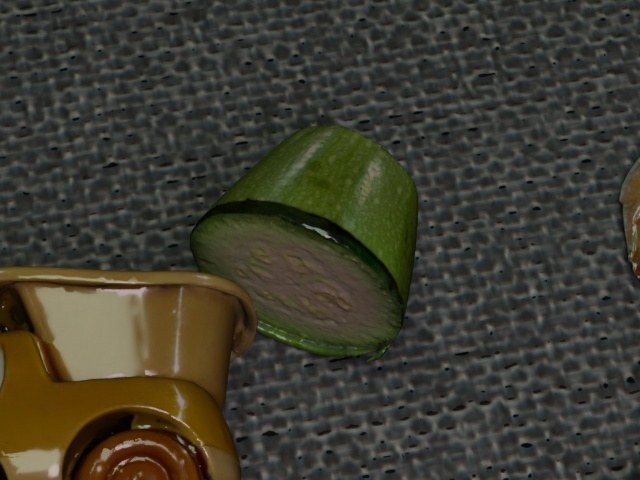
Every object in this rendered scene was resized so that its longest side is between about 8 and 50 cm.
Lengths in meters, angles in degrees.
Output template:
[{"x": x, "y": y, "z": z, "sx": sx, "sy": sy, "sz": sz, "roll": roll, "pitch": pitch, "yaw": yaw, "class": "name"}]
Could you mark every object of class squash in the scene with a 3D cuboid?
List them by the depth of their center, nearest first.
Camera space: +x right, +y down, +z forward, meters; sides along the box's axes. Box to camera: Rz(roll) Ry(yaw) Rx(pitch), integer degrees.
[{"x": 0.000, "y": 0.000, "z": 1.332, "sx": 0.170, "sy": 0.170, "sz": 0.123, "roll": 24, "pitch": 51, "yaw": 8, "class": "squash"}]

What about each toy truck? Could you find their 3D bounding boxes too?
[{"x": -0.176, "y": 0.146, "z": 1.226, "sx": 0.288, "sy": 0.204, "sz": 0.211, "roll": -6, "pitch": 63, "yaw": -5, "class": "toy truck"}]

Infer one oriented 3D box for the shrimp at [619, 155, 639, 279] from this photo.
[{"x": 0.309, "y": 0.016, "z": 1.398, "sx": 0.144, "sy": 0.052, "sz": 0.251, "roll": -5, "pitch": 58, "yaw": 6, "class": "shrimp"}]
